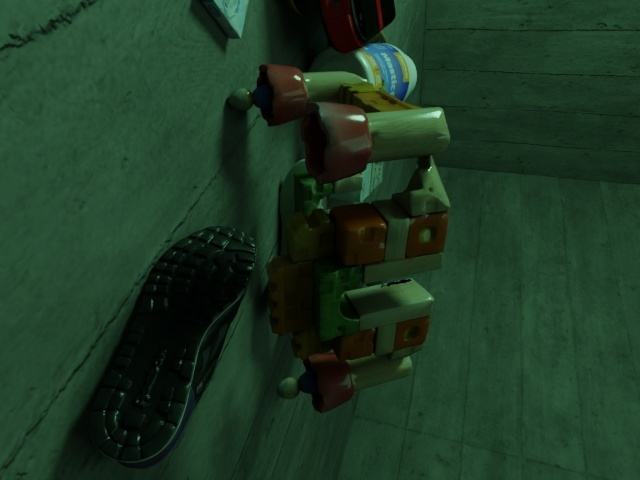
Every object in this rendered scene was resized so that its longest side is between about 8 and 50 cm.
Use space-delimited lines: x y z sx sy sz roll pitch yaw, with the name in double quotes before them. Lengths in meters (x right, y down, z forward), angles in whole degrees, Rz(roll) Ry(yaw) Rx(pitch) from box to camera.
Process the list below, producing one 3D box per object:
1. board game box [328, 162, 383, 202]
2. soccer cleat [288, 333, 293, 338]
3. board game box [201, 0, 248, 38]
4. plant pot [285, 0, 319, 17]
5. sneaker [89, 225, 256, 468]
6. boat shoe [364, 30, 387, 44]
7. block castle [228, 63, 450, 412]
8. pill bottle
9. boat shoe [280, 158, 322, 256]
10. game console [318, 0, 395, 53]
"board game box" 0.112 -0.251 1.242 0.303 0.097 0.224 -41 137 -64
"soccer cleat" -0.006 0.117 1.030 0.331 0.116 0.143 -43 122 -69
"board game box" -0.117 -0.318 0.552 0.090 0.020 0.090 33 66 -72
"plant pot" -0.037 -0.493 0.722 0.236 0.032 0.237 7 90 -74
"sneaker" -0.161 0.113 0.523 0.124 0.107 0.283 105 6 -56
"boat shoe" 0.105 -0.455 1.113 0.110 0.121 0.341 61 12 27
"block castle" 0.000 0.000 0.652 0.303 0.212 0.454 -125 -150 -53
"pill bottle" 0.105 -0.342 0.958 0.272 0.152 0.152 -33 131 -48
"boat shoe" -0.036 -0.053 0.881 0.081 0.079 0.228 -61 161 -67
"game console" 0.051 -0.553 0.767 0.342 0.060 0.387 -60 143 -51
